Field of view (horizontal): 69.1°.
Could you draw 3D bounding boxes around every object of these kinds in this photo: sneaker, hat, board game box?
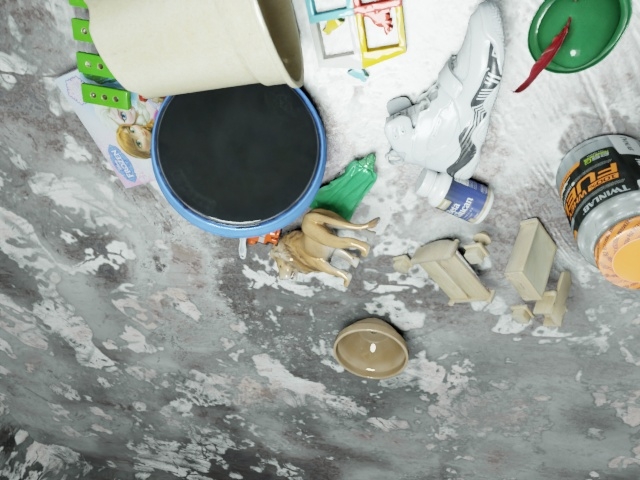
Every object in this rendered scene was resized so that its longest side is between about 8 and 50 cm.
[{"bbox_3d":[0.243,-0.293,0.958,0.210,0.137,0.366,5,132,7],"label":"sneaker"},{"bbox_3d":[0.469,-0.347,0.829,0.172,0.184,0.209,26,129,-7],"label":"hat"},{"bbox_3d":[-0.442,-0.310,1.166,0.317,0.066,0.319,-11,122,22],"label":"board game box"}]

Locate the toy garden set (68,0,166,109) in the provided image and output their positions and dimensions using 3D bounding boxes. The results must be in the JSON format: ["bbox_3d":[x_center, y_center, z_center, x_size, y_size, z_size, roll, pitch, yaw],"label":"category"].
[{"bbox_3d":[-0.426,-0.412,1.015,0.203,0.049,0.245,11,123,1],"label":"toy garden set"}]

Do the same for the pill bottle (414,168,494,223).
[{"bbox_3d":[0.316,-0.112,1.112,0.169,0.094,0.094,22,130,-4],"label":"pill bottle"}]

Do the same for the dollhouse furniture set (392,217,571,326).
[{"bbox_3d":[0.435,0.080,1.261,0.303,0.174,0.355,46,149,-21],"label":"dollhouse furniture set"}]

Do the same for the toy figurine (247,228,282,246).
[{"bbox_3d":[-0.154,-0.093,1.163,0.148,0.213,0.210,16,88,-3],"label":"toy figurine"}]

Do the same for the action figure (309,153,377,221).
[{"bbox_3d":[0.071,-0.134,1.173,0.137,0.064,0.232,30,135,-13],"label":"action figure"}]

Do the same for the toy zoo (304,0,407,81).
[{"bbox_3d":[0.068,-0.469,0.935,0.192,0.030,0.293,-4,126,17],"label":"toy zoo"}]

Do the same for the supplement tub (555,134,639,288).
[{"bbox_3d":[0.603,-0.064,0.933,0.193,0.316,0.194,7,128,9],"label":"supplement tub"}]

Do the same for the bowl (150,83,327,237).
[{"bbox_3d":[-0.176,-0.200,1.019,0.390,0.077,0.392,0,88,-7],"label":"bowl"}]

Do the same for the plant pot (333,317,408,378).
[{"bbox_3d":[0.164,0.327,1.486,0.237,0.110,0.238,7,128,8],"label":"plant pot"}]

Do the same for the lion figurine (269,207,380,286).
[{"bbox_3d":[0.000,0.000,1.206,0.240,0.142,0.392,27,147,3],"label":"lion figurine"}]

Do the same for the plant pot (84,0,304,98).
[{"bbox_3d":[-0.224,-0.406,0.837,0.305,0.334,0.334,-11,124,12],"label":"plant pot"}]

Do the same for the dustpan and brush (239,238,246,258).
[{"bbox_3d":[-0.217,-0.042,1.324,0.147,0.060,0.211,10,129,6],"label":"dustpan and brush"}]
